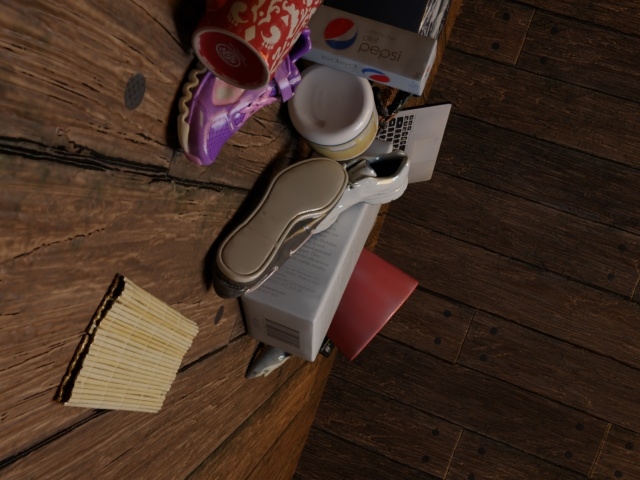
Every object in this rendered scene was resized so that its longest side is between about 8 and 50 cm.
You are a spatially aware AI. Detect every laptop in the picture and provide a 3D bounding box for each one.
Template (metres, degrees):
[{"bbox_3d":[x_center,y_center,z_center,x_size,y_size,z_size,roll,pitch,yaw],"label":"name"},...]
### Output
[{"bbox_3d":[0.190,-0.172,1.880,0.382,0.408,0.236,92,-13,-62],"label":"laptop"}]

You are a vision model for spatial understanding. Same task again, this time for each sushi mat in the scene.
[{"bbox_3d":[-0.235,0.150,0.837,0.316,0.019,0.151,75,37,-73],"label":"sushi mat"}]

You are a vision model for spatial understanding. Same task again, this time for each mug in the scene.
[{"bbox_3d":[-0.075,-0.264,0.681,0.113,0.150,0.169,-19,-138,62],"label":"mug"}]

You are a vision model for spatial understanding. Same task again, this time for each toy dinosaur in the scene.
[{"bbox_3d":[0.124,-0.335,1.568,0.322,0.164,0.218,-85,-161,-46],"label":"toy dinosaur"}]

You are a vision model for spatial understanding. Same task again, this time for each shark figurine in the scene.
[{"bbox_3d":[-0.081,0.227,1.593,0.166,0.116,0.278,-37,178,29],"label":"shark figurine"}]

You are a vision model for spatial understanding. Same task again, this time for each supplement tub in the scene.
[{"bbox_3d":[0.028,-0.222,1.140,0.200,0.144,0.144,30,80,-80],"label":"supplement tub"}]

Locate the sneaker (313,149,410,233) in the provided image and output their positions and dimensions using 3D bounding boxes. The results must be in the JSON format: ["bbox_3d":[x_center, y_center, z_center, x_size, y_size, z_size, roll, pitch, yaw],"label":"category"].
[{"bbox_3d":[0.040,-0.107,1.227,0.297,0.111,0.129,-25,165,-14],"label":"sneaker"}]

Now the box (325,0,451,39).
[{"bbox_3d":[0.150,-0.482,1.199,0.343,0.179,0.312,-46,155,-65],"label":"box"}]

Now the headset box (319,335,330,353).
[{"bbox_3d":[0.036,0.185,1.873,0.283,0.131,0.246,-57,168,-10],"label":"headset box"}]

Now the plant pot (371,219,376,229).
[{"bbox_3d":[0.073,-0.004,1.904,0.236,0.032,0.236,-40,161,-17],"label":"plant pot"}]

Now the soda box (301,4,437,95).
[{"bbox_3d":[0.069,-0.302,1.004,0.069,0.216,0.073,36,75,-80],"label":"soda box"}]

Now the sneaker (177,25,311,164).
[{"bbox_3d":[-0.082,-0.187,0.754,0.095,0.105,0.236,88,25,-68],"label":"sneaker"}]

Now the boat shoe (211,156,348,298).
[{"bbox_3d":[-0.073,-0.028,1.089,0.335,0.112,0.095,-48,175,-38],"label":"boat shoe"}]

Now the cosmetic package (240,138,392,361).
[{"bbox_3d":[0.000,0.000,1.374,0.230,0.162,0.453,93,20,-59],"label":"cosmetic package"}]

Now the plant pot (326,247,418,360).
[{"bbox_3d":[0.071,0.129,1.628,0.275,0.243,0.275,-49,173,-8],"label":"plant pot"}]
